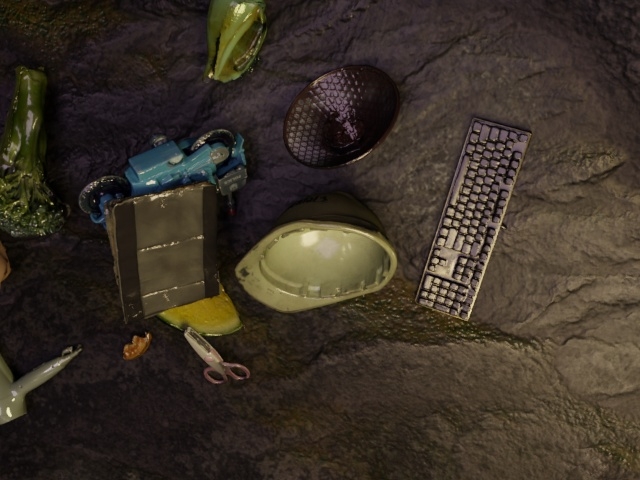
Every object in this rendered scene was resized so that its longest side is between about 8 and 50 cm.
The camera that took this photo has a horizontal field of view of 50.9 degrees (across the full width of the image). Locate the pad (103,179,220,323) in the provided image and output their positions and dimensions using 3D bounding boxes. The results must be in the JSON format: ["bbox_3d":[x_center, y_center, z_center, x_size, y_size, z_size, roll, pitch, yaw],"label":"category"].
[{"bbox_3d":[-0.240,0.019,1.063,0.022,0.174,0.232,45,143,44],"label":"pad"}]

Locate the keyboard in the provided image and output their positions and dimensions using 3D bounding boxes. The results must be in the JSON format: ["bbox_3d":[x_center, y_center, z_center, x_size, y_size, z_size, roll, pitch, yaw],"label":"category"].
[{"bbox_3d":[0.240,-0.028,1.058,0.106,0.027,0.316,17,105,11],"label":"keyboard"}]

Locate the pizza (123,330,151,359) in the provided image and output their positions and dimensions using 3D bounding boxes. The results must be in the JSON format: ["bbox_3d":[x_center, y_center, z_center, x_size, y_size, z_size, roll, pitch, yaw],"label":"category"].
[{"bbox_3d":[-0.344,0.198,1.262,0.037,0.016,0.083,46,112,0],"label":"pizza"}]

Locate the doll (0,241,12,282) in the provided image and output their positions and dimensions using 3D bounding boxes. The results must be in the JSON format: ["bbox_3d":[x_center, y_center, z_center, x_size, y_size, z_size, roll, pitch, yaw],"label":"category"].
[{"bbox_3d":[-0.657,-0.023,1.234,0.119,0.154,0.277,-18,93,-23],"label":"doll"}]

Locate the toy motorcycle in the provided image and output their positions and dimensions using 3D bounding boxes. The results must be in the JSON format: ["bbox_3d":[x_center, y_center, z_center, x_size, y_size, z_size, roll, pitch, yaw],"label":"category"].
[{"bbox_3d":[-0.242,-0.081,1.079,0.272,0.182,0.123,-27,61,-18],"label":"toy motorcycle"}]

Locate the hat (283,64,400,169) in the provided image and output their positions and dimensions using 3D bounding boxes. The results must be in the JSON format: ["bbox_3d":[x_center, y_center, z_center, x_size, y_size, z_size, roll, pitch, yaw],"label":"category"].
[{"bbox_3d":[0.044,-0.175,1.053,0.193,0.082,0.192,-13,58,22],"label":"hat"}]

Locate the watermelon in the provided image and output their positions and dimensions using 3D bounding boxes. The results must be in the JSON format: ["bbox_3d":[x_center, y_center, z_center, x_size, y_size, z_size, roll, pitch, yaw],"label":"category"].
[{"bbox_3d":[-0.262,0.064,1.175,0.129,0.123,0.301,-38,93,-3],"label":"watermelon"}]

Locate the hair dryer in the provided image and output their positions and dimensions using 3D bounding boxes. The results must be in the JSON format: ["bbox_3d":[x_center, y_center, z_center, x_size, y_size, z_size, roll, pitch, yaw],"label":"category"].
[{"bbox_3d":[-0.573,0.230,1.312,0.237,0.075,0.206,-21,90,10],"label":"hair dryer"}]

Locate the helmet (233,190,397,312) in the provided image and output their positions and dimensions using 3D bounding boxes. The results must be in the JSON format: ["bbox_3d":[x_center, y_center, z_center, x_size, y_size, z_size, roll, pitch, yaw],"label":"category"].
[{"bbox_3d":[-0.003,-0.001,1.070,0.258,0.137,0.204,-18,136,25],"label":"helmet"}]

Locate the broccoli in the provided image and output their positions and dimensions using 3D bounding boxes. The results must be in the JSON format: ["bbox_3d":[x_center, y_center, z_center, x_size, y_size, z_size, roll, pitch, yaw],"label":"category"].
[{"bbox_3d":[-0.512,-0.156,1.179,0.146,0.165,0.303,2,93,-27],"label":"broccoli"}]

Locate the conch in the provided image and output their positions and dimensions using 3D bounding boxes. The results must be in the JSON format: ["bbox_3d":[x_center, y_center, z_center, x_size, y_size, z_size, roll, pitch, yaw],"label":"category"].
[{"bbox_3d":[-0.132,-0.341,1.061,0.095,0.079,0.200,11,122,-1],"label":"conch"}]

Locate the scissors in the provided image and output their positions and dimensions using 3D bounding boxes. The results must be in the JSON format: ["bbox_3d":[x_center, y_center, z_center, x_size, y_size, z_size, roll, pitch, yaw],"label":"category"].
[{"bbox_3d":[-0.191,0.203,1.173,0.086,0.022,0.176,-12,136,18],"label":"scissors"}]
